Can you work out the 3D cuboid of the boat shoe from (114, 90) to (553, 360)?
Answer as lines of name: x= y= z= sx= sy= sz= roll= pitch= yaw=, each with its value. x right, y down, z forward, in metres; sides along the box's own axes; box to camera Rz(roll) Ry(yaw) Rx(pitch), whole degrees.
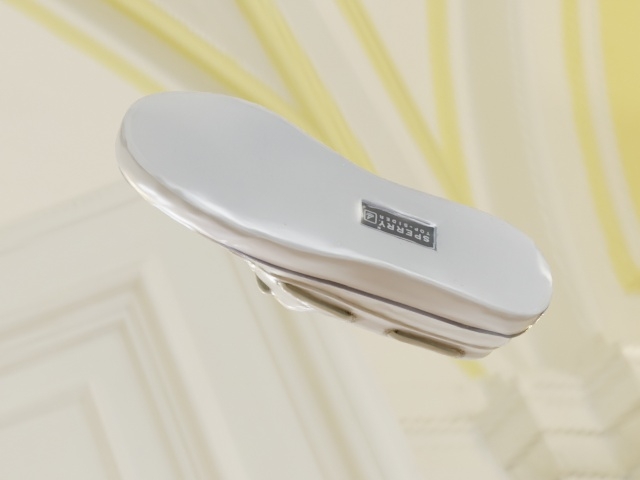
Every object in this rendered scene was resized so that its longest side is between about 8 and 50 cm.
boat shoe: x=0.000 y=0.000 z=1.016 sx=0.268 sy=0.096 sz=0.088 roll=18 pitch=-42 yaw=-17
